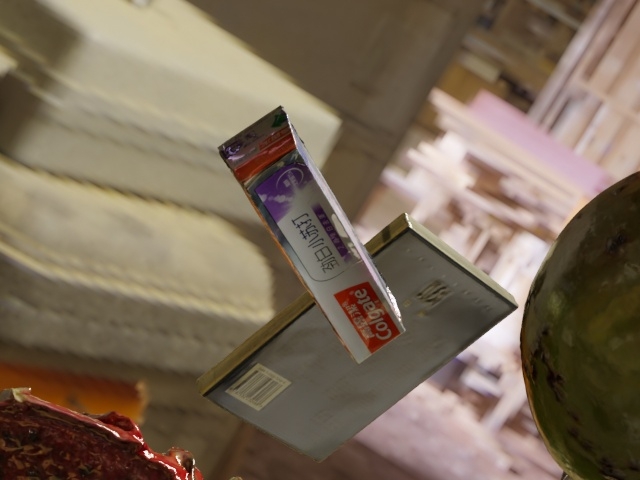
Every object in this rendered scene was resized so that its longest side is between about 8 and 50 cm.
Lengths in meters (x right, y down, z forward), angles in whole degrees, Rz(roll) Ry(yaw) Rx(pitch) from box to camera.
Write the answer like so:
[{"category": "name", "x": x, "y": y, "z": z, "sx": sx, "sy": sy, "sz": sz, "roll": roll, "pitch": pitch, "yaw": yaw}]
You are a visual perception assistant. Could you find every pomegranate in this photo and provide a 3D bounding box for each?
[{"category": "pomegranate", "x": 0.164, "y": 0.054, "z": 0.776, "sx": 0.159, "sy": 0.159, "sz": 0.205, "roll": 27, "pitch": 22, "yaw": -21}]

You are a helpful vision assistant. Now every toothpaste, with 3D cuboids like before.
[{"category": "toothpaste", "x": 0.000, "y": 0.000, "z": 1.121, "sx": 0.040, "sy": 0.047, "sz": 0.196, "roll": 54, "pitch": -3, "yaw": 41}]

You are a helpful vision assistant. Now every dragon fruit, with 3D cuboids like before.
[{"category": "dragon fruit", "x": -0.132, "y": 0.238, "z": 1.318, "sx": 0.205, "sy": 0.317, "sz": 0.152, "roll": -2, "pitch": 10, "yaw": -4}]

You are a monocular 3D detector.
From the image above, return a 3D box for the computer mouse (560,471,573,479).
[{"category": "computer mouse", "x": 0.226, "y": 0.188, "z": 1.191, "sx": 0.184, "sy": 0.121, "sz": 0.297, "roll": 27, "pitch": 4, "yaw": 2}]

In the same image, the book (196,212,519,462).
[{"category": "book", "x": 0.038, "y": 0.101, "z": 1.842, "sx": 0.191, "sy": 0.269, "sz": 0.025, "roll": 35, "pitch": 23, "yaw": -42}]
